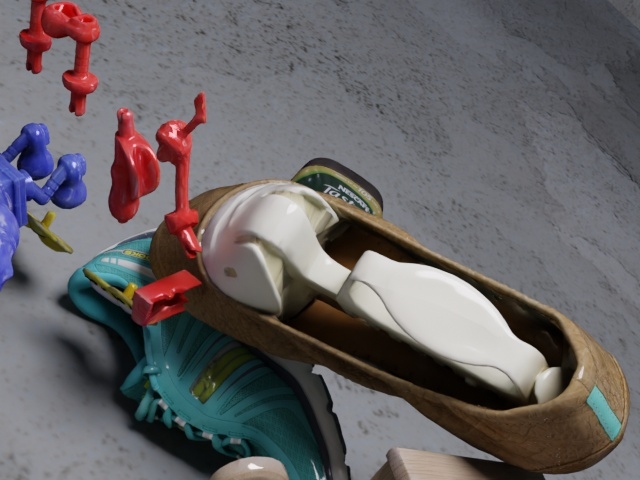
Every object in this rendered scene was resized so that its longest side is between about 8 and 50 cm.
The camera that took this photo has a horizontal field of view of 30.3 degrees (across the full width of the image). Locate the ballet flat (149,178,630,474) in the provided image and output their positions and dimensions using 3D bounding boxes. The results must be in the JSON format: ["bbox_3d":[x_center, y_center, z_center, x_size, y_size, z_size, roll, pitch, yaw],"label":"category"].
[{"bbox_3d":[0.023,0.032,0.711,0.342,0.116,0.124,28,-15,25],"label":"ballet flat"}]

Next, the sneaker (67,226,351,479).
[{"bbox_3d":[-0.078,0.105,0.813,0.110,0.107,0.275,-20,54,-34],"label":"sneaker"}]

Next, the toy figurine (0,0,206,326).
[{"bbox_3d":[-0.264,-0.062,0.730,0.362,0.191,0.217,38,41,28],"label":"toy figurine"}]

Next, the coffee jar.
[{"bbox_3d":[0.000,0.000,1.036,0.096,0.079,0.184,32,29,-8],"label":"coffee jar"}]

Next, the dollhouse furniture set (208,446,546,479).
[{"bbox_3d":[0.080,0.299,0.596,0.303,0.174,0.355,14,36,-34],"label":"dollhouse furniture set"}]
